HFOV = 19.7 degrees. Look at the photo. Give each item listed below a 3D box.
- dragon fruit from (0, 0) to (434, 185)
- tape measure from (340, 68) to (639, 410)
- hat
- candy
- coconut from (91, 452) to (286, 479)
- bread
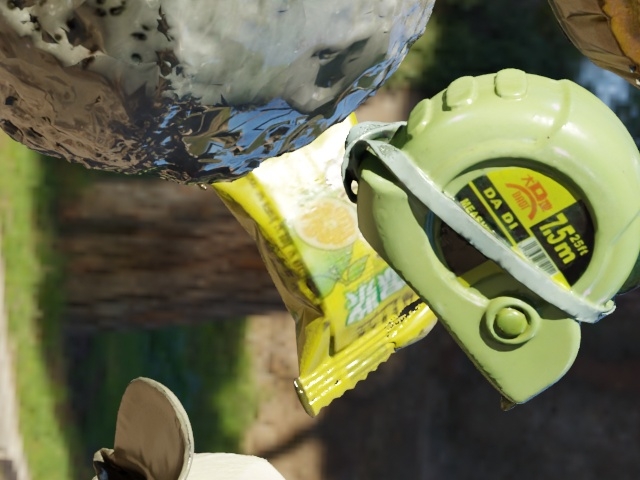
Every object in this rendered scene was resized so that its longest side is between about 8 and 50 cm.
[{"bbox_3d":[-0.071,-0.133,0.964,0.221,0.283,0.204,-172,-88,-72],"label":"dragon fruit"},{"bbox_3d":[0.103,-0.016,1.004,0.177,0.154,0.087,46,25,-18],"label":"tape measure"},{"bbox_3d":[-0.086,0.181,1.103,0.173,0.144,0.166,-32,-142,41],"label":"hat"},{"bbox_3d":[0.000,0.000,1.788,0.081,0.187,0.297,11,-50,63],"label":"candy"},{"bbox_3d":[-0.089,0.278,1.409,0.227,0.230,0.227,174,-90,-71],"label":"coconut"},{"bbox_3d":[0.342,-0.282,1.879,0.110,0.210,0.192,28,-26,57],"label":"bread"}]
